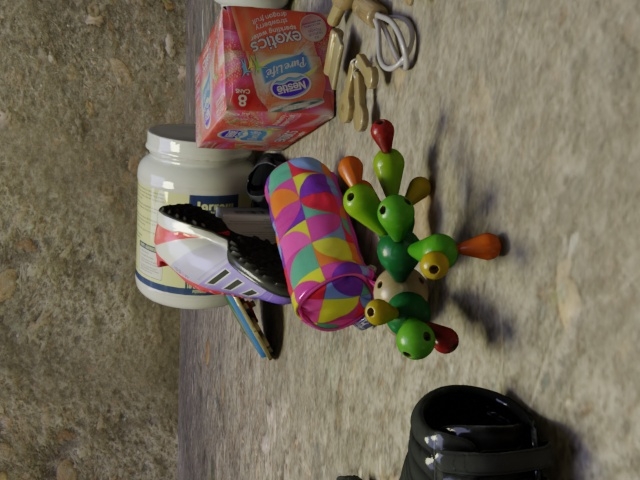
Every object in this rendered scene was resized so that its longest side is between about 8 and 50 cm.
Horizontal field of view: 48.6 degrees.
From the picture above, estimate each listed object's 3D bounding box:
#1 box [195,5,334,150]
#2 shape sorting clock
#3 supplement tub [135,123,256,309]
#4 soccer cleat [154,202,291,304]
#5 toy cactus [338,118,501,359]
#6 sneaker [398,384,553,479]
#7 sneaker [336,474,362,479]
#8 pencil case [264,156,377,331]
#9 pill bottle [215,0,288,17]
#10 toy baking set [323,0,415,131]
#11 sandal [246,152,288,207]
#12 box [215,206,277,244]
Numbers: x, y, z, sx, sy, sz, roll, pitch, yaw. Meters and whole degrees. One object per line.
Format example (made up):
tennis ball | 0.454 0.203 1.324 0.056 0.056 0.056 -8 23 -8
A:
box | -0.095 -0.225 1.046 0.300 0.154 0.142 173 96 -72
shape sorting clock | -0.135 0.121 1.264 0.206 0.040 0.206 56 168 18
supplement tub | -0.244 -0.053 1.401 0.235 0.235 0.325 -130 43 -65
soccer cleat | -0.150 0.043 1.129 0.318 0.108 0.116 26 112 33
toy cactus | 0.077 0.018 0.614 0.180 0.112 0.219 81 174 -51
sneaker | 0.112 0.205 0.439 0.296 0.104 0.147 -114 24 -62
sneaker | 0.023 0.332 0.813 0.084 0.058 0.152 -118 36 -46
pencil case | 0.000 0.000 0.838 0.236 0.104 0.104 -111 27 -45
pill bottle | -0.111 -0.430 1.136 0.131 0.131 0.229 -128 41 -64
toy baking set | 0.055 -0.236 0.772 0.256 0.030 0.197 121 142 -60
sandal | -0.088 -0.102 1.191 0.254 0.054 0.097 -169 80 -73
box | -0.131 -0.011 1.254 0.102 0.101 0.087 -145 56 -72
